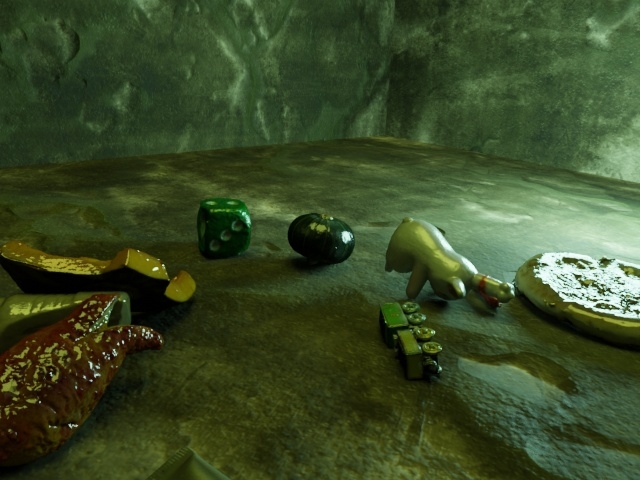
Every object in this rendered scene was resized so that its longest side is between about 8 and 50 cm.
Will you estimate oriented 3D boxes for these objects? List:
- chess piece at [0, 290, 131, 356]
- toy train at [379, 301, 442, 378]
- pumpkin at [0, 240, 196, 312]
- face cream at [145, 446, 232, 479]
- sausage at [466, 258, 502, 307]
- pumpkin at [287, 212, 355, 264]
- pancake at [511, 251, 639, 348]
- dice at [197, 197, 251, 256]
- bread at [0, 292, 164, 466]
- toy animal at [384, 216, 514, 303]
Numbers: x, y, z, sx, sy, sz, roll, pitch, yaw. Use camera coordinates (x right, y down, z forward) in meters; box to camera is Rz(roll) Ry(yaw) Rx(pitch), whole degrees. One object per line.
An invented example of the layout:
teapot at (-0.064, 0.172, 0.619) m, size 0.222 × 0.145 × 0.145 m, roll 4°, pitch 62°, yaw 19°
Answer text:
chess piece at (-0.452, 0.137, 0.826) m, size 0.301 × 0.137 × 0.137 m, roll -3°, pitch 20°, yaw -11°
toy train at (0.152, 0.168, 0.921) m, size 0.081 × 0.060 × 0.202 m, roll -6°, pitch 20°, yaw -2°
pumpkin at (-0.367, 0.075, 0.933) m, size 0.290 × 0.095 × 0.258 m, roll -4°, pitch -22°, yaw -14°
face cream at (-0.072, 0.300, 0.505) m, size 0.341 × 0.084 × 0.137 m, roll 8°, pitch 28°, yaw 37°
sausage at (0.356, 0.091, 1.198) m, size 0.034 × 0.034 × 0.253 m, roll 1°, pitch 20°, yaw -3°
pumpkin at (0.001, -0.003, 1.288) m, size 0.167 × 0.125 × 0.167 m, roll 4°, pitch 21°, yaw -1°
pancake at (0.606, 0.107, 1.123) m, size 0.382 × 0.071 × 0.382 m, roll 2°, pitch 20°, yaw -1°
dice at (-0.248, -0.035, 1.350) m, size 0.120 × 0.128 × 0.131 m, roll -3°, pitch 18°, yaw -20°
bread at (-0.339, 0.171, 0.710) m, size 0.139 × 0.095 × 0.269 m, roll 42°, pitch 50°, yaw -1°
toy animal at (0.258, 0.072, 1.124) m, size 0.141 × 0.138 × 0.282 m, roll -19°, pitch 49°, yaw -29°
